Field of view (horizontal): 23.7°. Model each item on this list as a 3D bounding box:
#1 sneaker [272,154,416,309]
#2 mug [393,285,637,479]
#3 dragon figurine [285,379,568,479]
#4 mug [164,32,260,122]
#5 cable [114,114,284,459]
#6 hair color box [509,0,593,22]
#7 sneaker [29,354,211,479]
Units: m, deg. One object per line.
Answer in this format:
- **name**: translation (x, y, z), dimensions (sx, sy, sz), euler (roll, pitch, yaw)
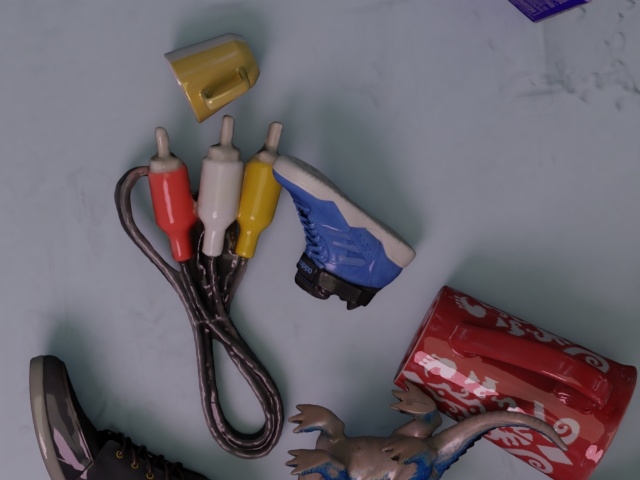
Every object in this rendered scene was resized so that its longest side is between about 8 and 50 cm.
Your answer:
- **sneaker**: translation (0.000, 0.000, 1.227), dimensions (0.152, 0.058, 0.084), euler (37, 97, -35)
- **mug**: translation (0.159, 0.102, 1.221), dimensions (0.169, 0.113, 0.150), euler (28, 134, 3)
- **dragon figurine**: translation (0.060, 0.195, 1.221), dimensions (0.289, 0.085, 0.144), euler (-13, 130, 11)
- **mug**: translation (-0.081, -0.130, 1.231), dimensions (0.064, 0.062, 0.078), euler (-27, 63, -5)
- **cable**: translation (-0.094, 0.042, 1.242), dimensions (0.139, 0.072, 0.287), euler (-3, 95, -7)
- **hair color box**: translation (0.192, -0.259, 1.074), dimensions (0.110, 0.339, 0.185), euler (41, 95, -4)
- **sneaker**: translation (-0.159, 0.183, 1.264), dimensions (0.118, 0.083, 0.222), euler (-20, 104, -2)
